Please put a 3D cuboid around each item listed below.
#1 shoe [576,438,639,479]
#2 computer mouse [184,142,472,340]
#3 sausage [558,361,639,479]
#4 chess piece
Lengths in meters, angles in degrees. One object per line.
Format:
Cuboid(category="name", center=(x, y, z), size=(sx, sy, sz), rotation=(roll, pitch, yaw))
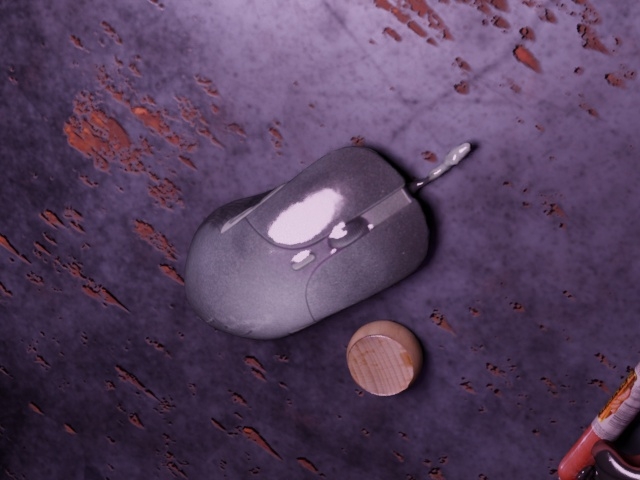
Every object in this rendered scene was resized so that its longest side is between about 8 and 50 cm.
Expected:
Cuboid(category="shoe", center=(0.396, 0.233, 1.394), size=(0.291, 0.114, 0.137), rotation=(-9, 91, 11))
Cuboid(category="computer mouse", center=(0.000, 0.000, 1.442), size=(0.379, 0.090, 0.167), rotation=(-32, 101, 28))
Cuboid(category="sausage", center=(0.314, 0.170, 1.433), size=(0.034, 0.034, 0.253), rotation=(33, 120, 3))
Cuboid(category="chess piece", center=(0.069, 0.127, 1.503), size=(0.083, 0.038, 0.084), rotation=(8, 114, 18))
